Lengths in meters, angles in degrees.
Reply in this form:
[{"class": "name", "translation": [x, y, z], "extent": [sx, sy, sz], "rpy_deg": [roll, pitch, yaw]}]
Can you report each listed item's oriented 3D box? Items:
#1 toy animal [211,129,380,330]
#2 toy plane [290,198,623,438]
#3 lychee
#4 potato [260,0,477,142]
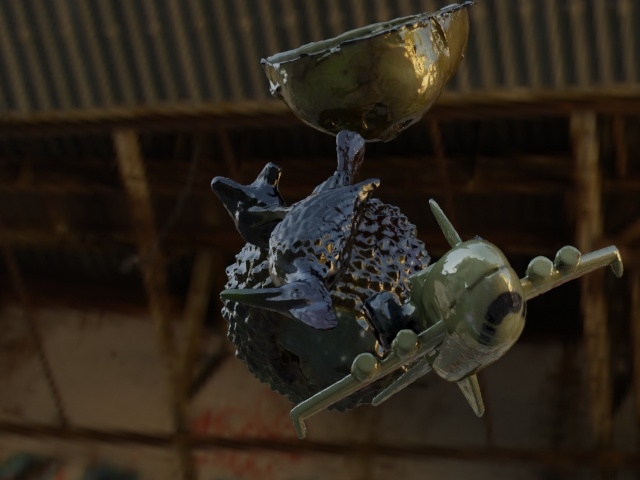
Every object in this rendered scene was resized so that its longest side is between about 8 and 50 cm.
[{"class": "toy animal", "translation": [-0.009, 0.000, 1.234], "extent": [0.105, 0.202, 0.070], "rpy_deg": [-19, -61, 8]}, {"class": "toy plane", "translation": [0.083, 0.043, 1.167], "extent": [0.229, 0.092, 0.244], "rpy_deg": [-27, -19, -10]}, {"class": "lychee", "translation": [0.010, 0.041, 1.442], "extent": [0.171, 0.171, 0.171], "rpy_deg": [6, -35, 5]}, {"class": "potato", "translation": [0.046, -0.120, 1.459], "extent": [0.164, 0.200, 0.081], "rpy_deg": [-14, -80, 18]}]
